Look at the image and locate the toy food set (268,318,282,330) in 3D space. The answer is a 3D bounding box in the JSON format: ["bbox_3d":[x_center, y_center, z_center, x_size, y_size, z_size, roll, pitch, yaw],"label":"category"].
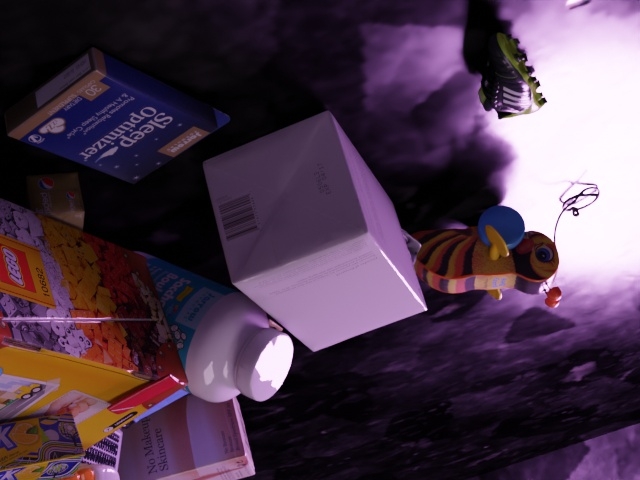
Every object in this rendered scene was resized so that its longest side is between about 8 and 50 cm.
[{"bbox_3d":[-0.128,0.143,1.837,0.122,0.019,0.078,-15,155,16],"label":"toy food set"}]

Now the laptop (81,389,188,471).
[{"bbox_3d":[-0.237,0.334,1.741,0.236,0.408,0.382,6,165,0],"label":"laptop"}]

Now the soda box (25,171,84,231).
[{"bbox_3d":[-0.325,-0.010,1.374,0.061,0.058,0.181,-6,153,-19],"label":"soda box"}]

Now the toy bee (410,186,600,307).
[{"bbox_3d":[0.288,0.027,1.681,0.298,0.162,0.195,-24,151,16],"label":"toy bee"}]

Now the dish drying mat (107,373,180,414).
[{"bbox_3d":[-0.203,0.178,1.300,0.083,0.008,0.032,-27,153,5],"label":"dish drying mat"}]

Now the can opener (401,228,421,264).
[{"bbox_3d":[0.085,0.059,1.709,0.074,0.093,0.280,25,154,2],"label":"can opener"}]

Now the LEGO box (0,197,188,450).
[{"bbox_3d":[-0.470,0.178,1.310,0.500,0.193,0.372,-33,151,17],"label":"LEGO box"}]

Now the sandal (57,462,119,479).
[{"bbox_3d":[-0.354,0.311,1.340,0.265,0.076,0.102,-6,118,-49],"label":"sandal"}]

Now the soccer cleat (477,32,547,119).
[{"bbox_3d":[0.217,-0.186,1.334,0.072,0.060,0.179,-22,156,15],"label":"soccer cleat"}]

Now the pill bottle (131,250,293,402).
[{"bbox_3d":[-0.169,0.119,1.473,0.264,0.146,0.146,20,168,27],"label":"pill bottle"}]

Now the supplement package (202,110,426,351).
[{"bbox_3d":[0.000,0.000,1.442,0.175,0.177,0.293,-22,153,11],"label":"supplement package"}]

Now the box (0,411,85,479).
[{"bbox_3d":[-0.349,0.236,1.232,0.169,0.059,0.054,-6,145,-31],"label":"box"}]

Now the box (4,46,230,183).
[{"bbox_3d":[-0.212,-0.125,1.238,0.136,0.036,0.225,-30,152,26],"label":"box"}]

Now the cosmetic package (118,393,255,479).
[{"bbox_3d":[-0.284,0.384,2.073,0.296,0.153,0.129,-16,152,-3],"label":"cosmetic package"}]
